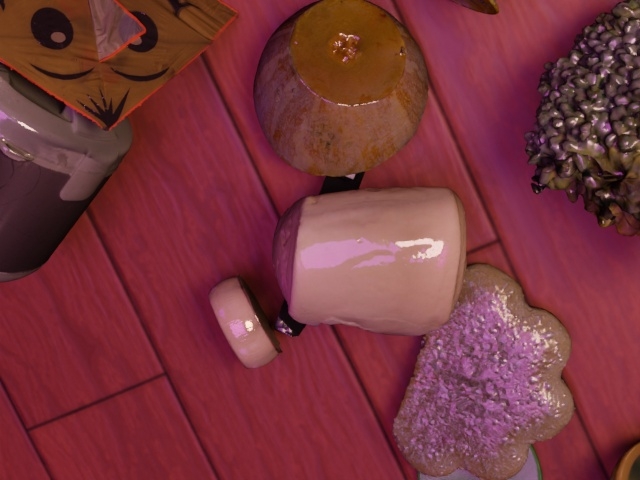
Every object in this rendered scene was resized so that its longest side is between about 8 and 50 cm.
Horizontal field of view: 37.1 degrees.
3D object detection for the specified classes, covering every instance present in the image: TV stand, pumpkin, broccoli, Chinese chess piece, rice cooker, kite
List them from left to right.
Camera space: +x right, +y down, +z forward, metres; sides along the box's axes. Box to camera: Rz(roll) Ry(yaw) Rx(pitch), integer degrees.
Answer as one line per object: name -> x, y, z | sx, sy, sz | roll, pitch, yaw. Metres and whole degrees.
rice cooker -> -0.395, -0.122, 1.166 | 0.288, 0.288, 0.277 | 40, 108, 3
kite -> -0.271, -0.259, 1.110 | 0.013, 0.377, 0.327 | 123, 137, -54
Chinese chess piece -> -0.097, 0.105, 1.220 | 0.051, 0.122, 0.122 | -29, 95, 0
TV stand -> 0.000, 0.000, 1.210 | 0.040, 0.049, 0.256 | 23, 107, 6
pumpkin -> 0.017, -0.192, 1.112 | 0.217, 0.110, 0.217 | -2, 79, 8
broccoli -> 0.388, -0.121, 0.960 | 0.272, 0.324, 0.334 | 38, 83, -16

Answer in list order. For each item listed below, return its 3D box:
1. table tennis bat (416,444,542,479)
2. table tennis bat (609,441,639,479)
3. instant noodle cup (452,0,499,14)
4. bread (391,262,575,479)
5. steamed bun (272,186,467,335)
table tennis bat -> 0.226, 0.342, 1.241 | 0.160, 0.039, 0.257 | -27, 90, 18
table tennis bat -> 0.483, 0.341, 1.120 | 0.321, 0.198, 0.050 | 17, 141, -9
instant noodle cup -> 0.126, -0.387, 0.996 | 0.264, 0.264, 0.200 | 32, 98, 5
bread -> 0.212, 0.179, 1.184 | 0.207, 0.056, 0.286 | 17, 103, 15
steamed bun -> 0.055, 0.026, 1.102 | 0.225, 0.200, 0.170 | -1, 91, 1
